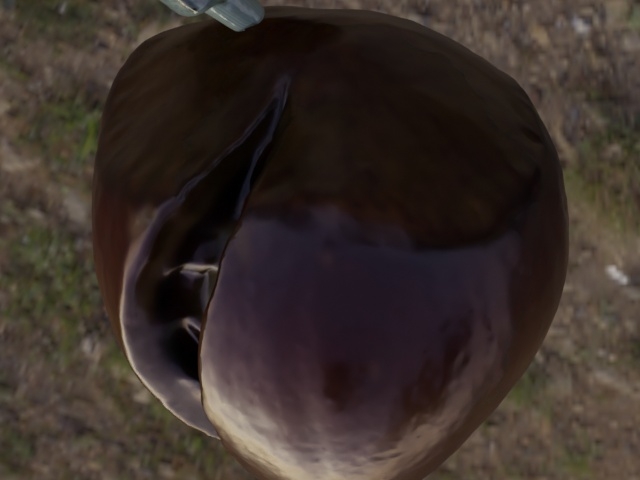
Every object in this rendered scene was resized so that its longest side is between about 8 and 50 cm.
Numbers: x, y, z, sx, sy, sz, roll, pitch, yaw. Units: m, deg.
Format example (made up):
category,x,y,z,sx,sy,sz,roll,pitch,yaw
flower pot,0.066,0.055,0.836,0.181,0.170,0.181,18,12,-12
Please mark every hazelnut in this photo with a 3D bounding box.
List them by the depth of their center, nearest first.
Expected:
category,x,y,z,sx,sy,sz,roll,pitch,yaw
hazelnut,0.000,0.000,0.818,0.217,0.251,0.217,-22,133,-26

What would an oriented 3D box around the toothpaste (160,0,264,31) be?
category,x,y,z,sx,sy,sz,roll,pitch,yaw
toothpaste,-0.091,-0.130,0.635,0.031,0.049,0.204,-46,132,11
